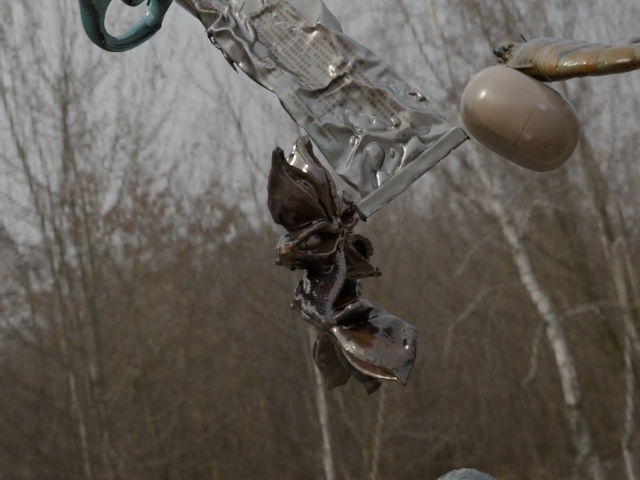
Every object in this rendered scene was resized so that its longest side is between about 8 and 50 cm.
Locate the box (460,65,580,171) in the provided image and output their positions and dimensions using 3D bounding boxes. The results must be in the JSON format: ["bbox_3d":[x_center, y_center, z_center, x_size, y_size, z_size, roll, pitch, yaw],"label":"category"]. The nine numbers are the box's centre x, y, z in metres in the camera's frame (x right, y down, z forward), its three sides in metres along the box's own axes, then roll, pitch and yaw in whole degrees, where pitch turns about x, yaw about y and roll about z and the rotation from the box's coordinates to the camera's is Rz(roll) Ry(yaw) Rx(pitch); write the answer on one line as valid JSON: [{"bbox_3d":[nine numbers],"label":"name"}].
[{"bbox_3d":[0.237,-0.142,1.359,0.146,0.088,0.200,29,3,12],"label":"box"}]

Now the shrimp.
[{"bbox_3d":[0.315,-0.224,1.372,0.169,0.058,0.296,-12,14,-16],"label":"shrimp"}]

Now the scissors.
[{"bbox_3d":[-0.236,-0.262,1.115,0.032,0.180,0.393,29,20,15],"label":"scissors"}]

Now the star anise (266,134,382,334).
[{"bbox_3d":[-0.007,-0.015,1.093,0.063,0.172,0.208,-19,9,21],"label":"star anise"}]

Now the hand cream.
[{"bbox_3d":[-0.022,-0.124,0.739,0.084,0.257,0.050,-40,-25,-7],"label":"hand cream"}]

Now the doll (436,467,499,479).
[{"bbox_3d":[0.218,0.219,0.553,0.340,0.246,0.158,0,12,27],"label":"doll"}]

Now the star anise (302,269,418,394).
[{"bbox_3d":[0.041,0.112,1.562,0.110,0.198,0.257,-19,-5,-18],"label":"star anise"}]
